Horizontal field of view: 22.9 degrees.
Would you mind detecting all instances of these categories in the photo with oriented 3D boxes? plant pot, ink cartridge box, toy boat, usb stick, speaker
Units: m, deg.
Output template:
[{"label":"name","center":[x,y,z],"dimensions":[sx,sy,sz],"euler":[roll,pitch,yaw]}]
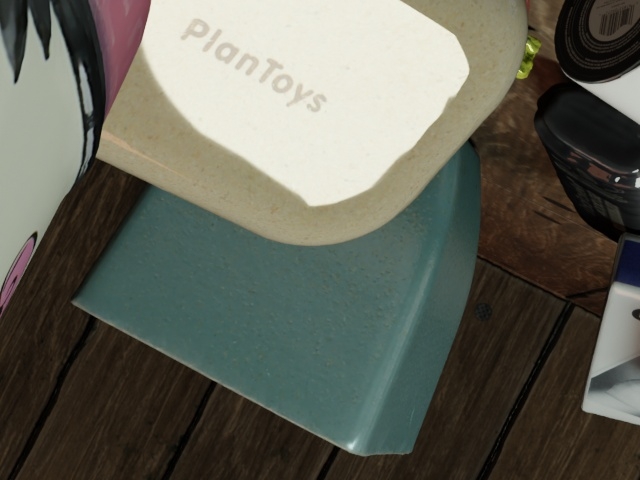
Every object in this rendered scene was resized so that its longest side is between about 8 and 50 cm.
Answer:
[{"label":"plant pot","center":[0.000,0.000,1.236],"dimensions":[0.247,0.252,0.247],"euler":[26,180,14]},{"label":"ink cartridge box","center":[0.275,0.094,0.969],"dimensions":[0.223,0.045,0.224],"euler":[14,150,12]},{"label":"toy boat","center":[-0.041,-0.111,0.593],"dimensions":[0.231,0.151,0.151],"euler":[27,-152,-29]},{"label":"usb stick","center":[0.168,-0.036,0.899],"dimensions":[0.077,0.045,0.278],"euler":[33,-179,16]},{"label":"speaker","center":[0.144,-0.048,0.534],"dimensions":[0.136,0.055,0.055],"euler":[27,179,-34]}]

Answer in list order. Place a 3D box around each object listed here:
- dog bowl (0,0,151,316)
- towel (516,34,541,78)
[{"label":"dog bowl","center":[-0.213,-0.115,0.375],"dimensions":[0.408,0.150,0.408],"euler":[34,158,16]},{"label":"towel","center":[0.023,-0.126,0.822],"dimensions":[0.102,0.021,0.237],"euler":[33,178,-21]}]
